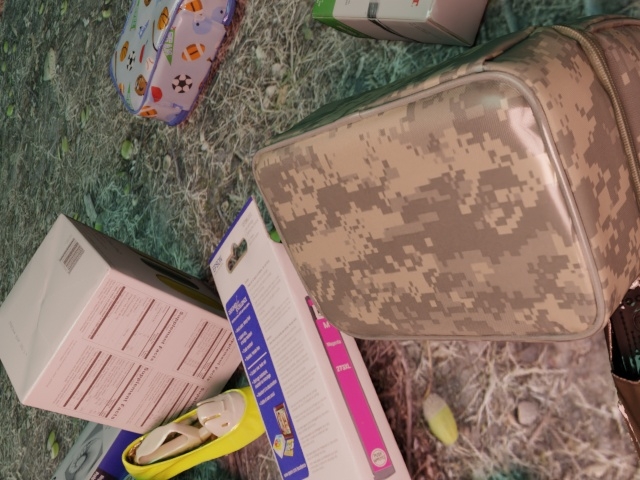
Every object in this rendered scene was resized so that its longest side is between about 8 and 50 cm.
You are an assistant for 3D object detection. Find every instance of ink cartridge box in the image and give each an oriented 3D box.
[{"bbox_3d":[0.101,-0.317,0.782,0.208,0.087,0.153,26,101,49],"label":"ink cartridge box"},{"bbox_3d":[-0.026,0.145,0.766,0.176,0.069,0.371,-48,60,51],"label":"ink cartridge box"},{"bbox_3d":[-0.324,0.315,1.068,0.224,0.045,0.223,-21,31,43],"label":"ink cartridge box"}]

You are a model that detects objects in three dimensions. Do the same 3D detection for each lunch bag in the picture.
[{"bbox_3d":[0.140,-0.060,0.567,0.305,0.256,0.212,-11,111,49],"label":"lunch bag"},{"bbox_3d":[-0.269,-0.379,1.196,0.303,0.115,0.243,-57,43,25],"label":"lunch bag"}]

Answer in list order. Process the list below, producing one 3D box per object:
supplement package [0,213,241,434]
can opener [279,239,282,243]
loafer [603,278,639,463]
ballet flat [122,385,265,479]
[{"bbox_3d":[-0.275,0.128,0.943,0.199,0.263,0.198,33,90,47],"label":"supplement package"},{"bbox_3d":[0.000,0.000,0.797,0.093,0.074,0.280,35,141,8],"label":"can opener"},{"bbox_3d":[0.259,0.119,0.515,0.080,0.078,0.220,-33,58,40],"label":"loafer"},{"bbox_3d":[-0.158,0.250,0.879,0.231,0.077,0.077,-29,45,6],"label":"ballet flat"}]
